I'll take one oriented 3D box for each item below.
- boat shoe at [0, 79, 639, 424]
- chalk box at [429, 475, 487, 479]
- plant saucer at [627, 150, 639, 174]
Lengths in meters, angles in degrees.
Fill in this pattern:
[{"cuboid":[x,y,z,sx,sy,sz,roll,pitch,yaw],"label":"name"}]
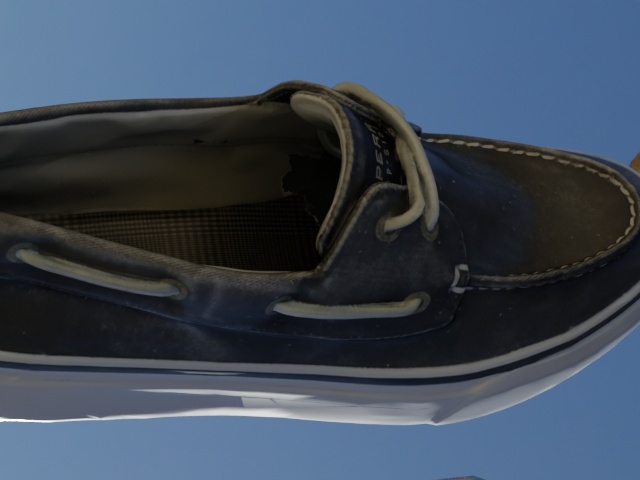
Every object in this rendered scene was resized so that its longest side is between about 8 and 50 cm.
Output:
[{"cuboid":[0.000,0.000,0.749,0.119,0.335,0.121,109,-33,-48],"label":"boat shoe"},{"cuboid":[0.210,0.328,1.623,0.289,0.180,0.179,17,-90,19],"label":"chalk box"},{"cuboid":[0.190,-0.017,0.969,0.083,0.083,0.015,-56,166,7],"label":"plant saucer"}]
